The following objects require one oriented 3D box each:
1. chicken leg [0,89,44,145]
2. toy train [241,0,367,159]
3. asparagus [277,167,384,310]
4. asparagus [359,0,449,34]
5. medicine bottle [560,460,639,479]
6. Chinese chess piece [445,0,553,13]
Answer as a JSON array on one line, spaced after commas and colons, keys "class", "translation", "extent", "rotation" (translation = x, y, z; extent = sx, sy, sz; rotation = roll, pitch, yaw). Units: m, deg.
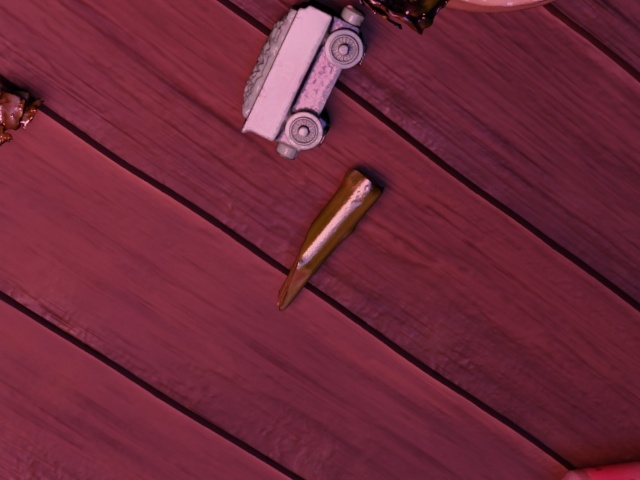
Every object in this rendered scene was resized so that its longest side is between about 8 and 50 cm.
[{"class": "chicken leg", "translation": [-0.386, -0.092, 1.406], "extent": [0.227, 0.088, 0.103], "rotation": [-37, 98, 11]}, {"class": "toy train", "translation": [-0.018, -0.168, 1.435], "extent": [0.099, 0.070, 0.172], "rotation": [25, 106, -5]}, {"class": "asparagus", "translation": [0.000, 0.000, 1.514], "extent": [0.178, 0.041, 0.045], "rotation": [-51, 153, 13]}, {"class": "asparagus", "translation": [0.132, -0.365, 1.205], "extent": [0.128, 0.108, 0.382], "rotation": [26, 105, -18]}, {"class": "medicine bottle", "translation": [0.404, 0.322, 1.633], "extent": [0.247, 0.147, 0.147], "rotation": [-7, 112, -5]}, {"class": "Chinese chess piece", "translation": [0.167, -0.384, 1.336], "extent": [0.338, 0.140, 0.338], "rotation": [-3, 113, -7]}]
